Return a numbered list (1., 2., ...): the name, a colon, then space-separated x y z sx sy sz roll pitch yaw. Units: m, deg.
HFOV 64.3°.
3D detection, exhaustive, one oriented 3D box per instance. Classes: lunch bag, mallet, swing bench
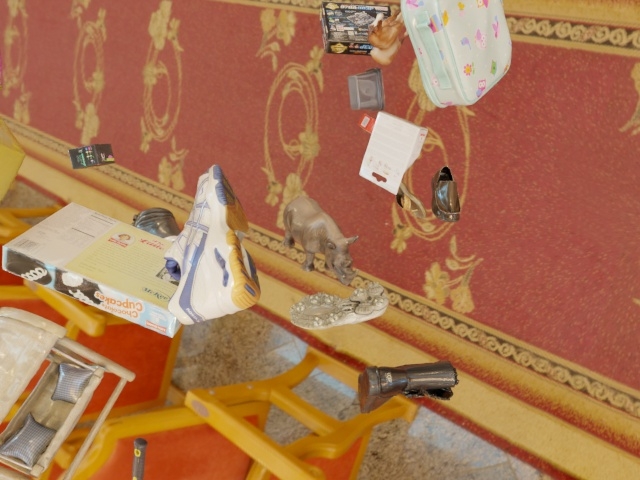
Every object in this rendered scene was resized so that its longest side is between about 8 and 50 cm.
1. lunch bag: 0.277 -0.430 1.046 0.108 0.224 0.279 13 140 50
2. mallet: -0.248 0.351 0.710 0.062 0.039 0.190 27 118 9
3. swing bench: -0.533 0.293 0.926 0.165 0.255 0.253 -5 49 36

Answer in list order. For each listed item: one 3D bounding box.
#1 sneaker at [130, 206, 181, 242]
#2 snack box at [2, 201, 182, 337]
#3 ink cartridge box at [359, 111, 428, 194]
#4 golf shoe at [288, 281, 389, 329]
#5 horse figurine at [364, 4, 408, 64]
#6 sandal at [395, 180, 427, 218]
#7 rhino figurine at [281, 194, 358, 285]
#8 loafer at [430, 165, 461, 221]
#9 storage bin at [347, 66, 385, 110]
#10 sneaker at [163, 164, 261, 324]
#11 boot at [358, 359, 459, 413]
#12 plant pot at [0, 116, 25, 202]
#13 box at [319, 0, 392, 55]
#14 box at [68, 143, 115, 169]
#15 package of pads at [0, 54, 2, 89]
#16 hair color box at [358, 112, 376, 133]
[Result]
1. sneaker: -0.493 0.017 1.341 0.295 0.104 0.147 -25 54 6
2. snack box: -0.372 0.045 0.938 0.322 0.187 0.060 22 121 3
3. ink cartridge box: 0.188 -0.229 1.330 0.145 0.045 0.179 35 120 38
4. golf shoe: 0.035 0.131 0.904 0.176 0.086 0.069 -9 57 4
5. horse figurine: 0.172 -0.508 1.262 0.066 0.263 0.174 32 86 4
6. sandal: 0.252 -0.124 1.532 0.049 0.180 0.072 -50 28 -10
7. rhino figurine: 0.000 0.000 0.846 0.243 0.073 0.106 -138 45 -56
8. loafer: 0.373 -0.143 1.525 0.078 0.080 0.220 94 175 -46
9. storage bin: 0.139 -0.479 1.632 0.098 0.091 0.135 23 124 60
10. sneaker: -0.181 -0.006 0.775 0.131 0.112 0.296 -23 42 6
11. boot: 0.199 0.346 1.198 0.207 0.246 0.094 -1 62 -4
12. plant pot: -0.601 -0.143 0.781 0.187 0.212 0.212 -39 79 1
13. box: 0.114 -0.633 1.524 0.051 0.220 0.175 108 158 -60
14. box: -0.573 -0.211 1.277 0.083 0.062 0.052 -8 99 19
15. package of pads: -0.724 -0.374 0.875 0.101 0.296 0.229 -116 35 -59
16. hair color box: 0.191 -0.331 1.552 0.043 0.141 0.072 -59 30 15
